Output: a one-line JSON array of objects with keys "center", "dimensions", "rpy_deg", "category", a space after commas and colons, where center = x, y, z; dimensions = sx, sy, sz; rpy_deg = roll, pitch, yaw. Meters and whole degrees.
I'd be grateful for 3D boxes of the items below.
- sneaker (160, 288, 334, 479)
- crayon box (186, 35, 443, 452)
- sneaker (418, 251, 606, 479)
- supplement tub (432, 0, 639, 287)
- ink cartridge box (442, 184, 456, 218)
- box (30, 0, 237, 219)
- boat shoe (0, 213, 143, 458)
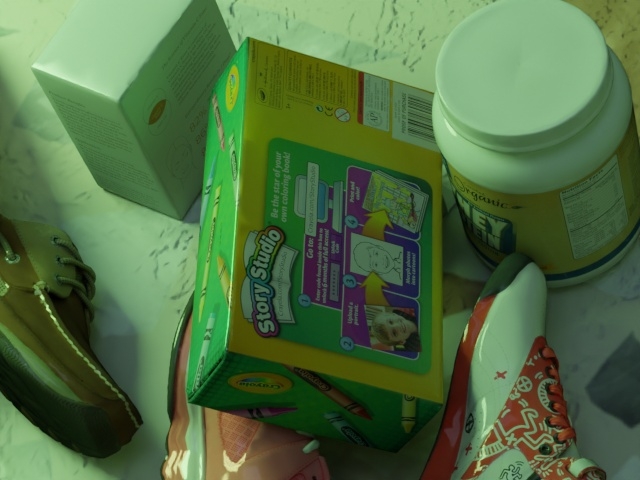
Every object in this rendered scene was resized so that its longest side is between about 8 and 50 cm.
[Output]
[{"center": [-0.045, 0.160, 1.401], "dimensions": [0.136, 0.116, 0.314], "rpy_deg": [5, 65, 5], "category": "sneaker"}, {"center": [0.000, 0.000, 1.402], "dimensions": [0.165, 0.081, 0.278], "rpy_deg": [15, 55, -19], "category": "crayon box"}, {"center": [0.156, 0.144, 1.352], "dimensions": [0.145, 0.090, 0.270], "rpy_deg": [12, 66, 21], "category": "sneaker"}, {"center": [0.161, -0.071, 1.417], "dimensions": [0.144, 0.200, 0.144], "rpy_deg": [-7, 57, 11], "category": "supplement tub"}, {"center": [0.066, -0.023, 1.517], "dimensions": [0.048, 0.028, 0.083], "rpy_deg": [33, 71, 30], "category": "ink cartridge box"}, {"center": [-0.137, -0.124, 1.551], "dimensions": [0.091, 0.170, 0.130], "rpy_deg": [22, 66, 26], "category": "box"}, {"center": [-0.239, 0.036, 1.511], "dimensions": [0.120, 0.123, 0.324], "rpy_deg": [-38, 56, -17], "category": "boat shoe"}]
